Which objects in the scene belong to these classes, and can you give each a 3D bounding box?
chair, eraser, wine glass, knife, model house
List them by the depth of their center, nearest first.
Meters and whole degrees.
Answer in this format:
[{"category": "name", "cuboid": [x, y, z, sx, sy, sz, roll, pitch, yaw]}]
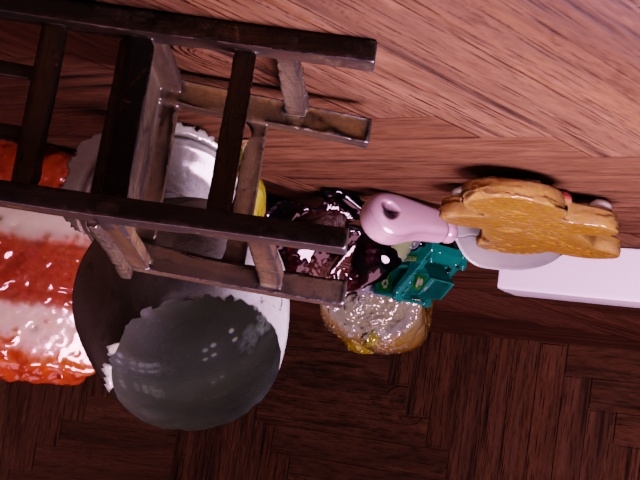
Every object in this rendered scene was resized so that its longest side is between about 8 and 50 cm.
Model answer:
[{"category": "chair", "cuboid": [-0.171, -0.080, 1.200, 0.416, 0.203, 0.240, 9, 170, 2]}, {"category": "wine glass", "cuboid": [-0.155, 0.038, 1.449, 0.238, 0.238, 0.323, 12, -154, -22]}, {"category": "knife", "cuboid": [0.203, -0.002, 1.832, 0.336, 0.081, 0.043, 11, 143, -27]}, {"category": "model house", "cuboid": [0.096, -0.001, 1.945, 0.066, 0.078, 0.083, 11, 173, -7]}, {"category": "eraser", "cuboid": [0.412, 0.051, 1.982, 0.298, 0.078, 0.076, 5, 172, 29]}]

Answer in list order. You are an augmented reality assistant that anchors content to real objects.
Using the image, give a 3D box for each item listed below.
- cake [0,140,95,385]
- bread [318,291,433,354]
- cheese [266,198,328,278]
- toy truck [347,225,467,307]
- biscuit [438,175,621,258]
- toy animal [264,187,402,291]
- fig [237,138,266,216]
[{"category": "cake", "cuboid": [-0.424, 0.036, 1.888, 0.270, 0.319, 0.269, 12, 170, -18]}, {"category": "bread", "cuboid": [0.098, 0.118, 2.441, 0.196, 0.176, 0.246, 10, 176, 12]}, {"category": "cheese", "cuboid": [-0.120, 0.005, 2.045, 0.260, 0.128, 0.316, 10, 166, 20]}, {"category": "toy truck", "cuboid": [0.120, 0.041, 2.083, 0.110, 0.116, 0.216, 15, 171, -40]}, {"category": "biscuit", "cuboid": [0.257, -0.033, 1.653, 0.216, 0.047, 0.340, 2, 168, 24]}, {"category": "toy animal", "cuboid": [-0.004, 0.003, 1.880, 0.219, 0.116, 0.179, 18, 165, -22]}, {"category": "fig", "cuboid": [-0.127, -0.057, 1.672, 0.159, 0.159, 0.257, 11, 151, -15]}]
